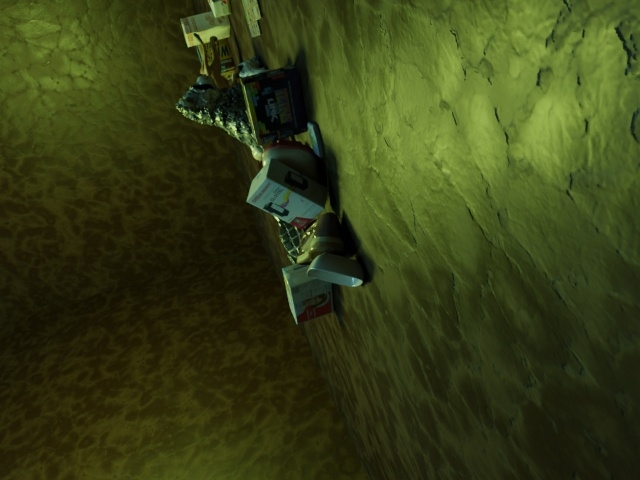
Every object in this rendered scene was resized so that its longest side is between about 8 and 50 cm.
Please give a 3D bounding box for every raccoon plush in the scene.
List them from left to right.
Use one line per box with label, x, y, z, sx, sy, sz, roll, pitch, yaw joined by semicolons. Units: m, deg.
raccoon plush;-0.302;-0.374;1.684;0.216;0.298;0.447;93;156;-74

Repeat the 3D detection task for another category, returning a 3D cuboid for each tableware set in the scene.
tableware set;-0.158;-0.338;1.520;0.020;0.168;0.141;-41;69;36

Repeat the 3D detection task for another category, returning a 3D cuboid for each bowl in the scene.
bowl;0.041;0.073;1.249;0.142;0.142;0.053;118;166;-76

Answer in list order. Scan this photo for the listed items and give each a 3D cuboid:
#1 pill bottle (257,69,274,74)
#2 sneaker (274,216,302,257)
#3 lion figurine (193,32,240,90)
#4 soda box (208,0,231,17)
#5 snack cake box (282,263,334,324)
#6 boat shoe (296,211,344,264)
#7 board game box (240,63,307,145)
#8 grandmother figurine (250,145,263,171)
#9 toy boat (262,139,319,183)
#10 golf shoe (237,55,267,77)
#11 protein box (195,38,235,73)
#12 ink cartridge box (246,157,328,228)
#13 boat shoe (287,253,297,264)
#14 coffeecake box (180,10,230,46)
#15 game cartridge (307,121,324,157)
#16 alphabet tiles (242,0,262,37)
pill bottle;-0.141;-0.381;1.374;0.208;0.117;0.118;112;138;-75
sneaker;-0.102;-0.049;1.902;0.110;0.106;0.276;52;-165;-56
lion figurine;-0.423;-0.655;2.066;0.392;0.142;0.241;41;-137;-56
soda box;-0.401;-0.948;1.852;0.074;0.069;0.216;92;157;-63
snack cake box;-0.039;0.183;1.760;0.264;0.152;0.089;85;163;-51
boat shoe;0.000;0.000;1.381;0.342;0.123;0.123;117;154;-77
board game box;-0.114;-0.340;1.240;0.048;0.140;0.170;-118;13;-47
grandmother figurine;-0.214;-0.268;2.023;0.208;0.104;0.343;44;155;50
toy boat;-0.071;-0.203;1.364;0.231;0.150;0.151;86;-168;-54
golf shoe;-0.215;-0.531;1.587;0.069;0.085;0.176;83;163;-45
protein box;-0.500;-0.870;2.318;0.200;0.135;0.201;-177;68;-79
ink cartridge box;-0.088;-0.119;1.288;0.127;0.175;0.073;-40;30;48
boat shoe;-0.092;0.144;2.207;0.075;0.064;0.206;130;121;-78
coffeecake box;-0.472;-0.876;2.022;0.142;0.185;0.068;-174;65;-78
game cartridge;-0.011;-0.250;1.218;0.056;0.017;0.083;-135;28;-60
alphabet tiles;-0.210;-0.711;1.451;0.237;0.009;0.199;-131;24;-65
